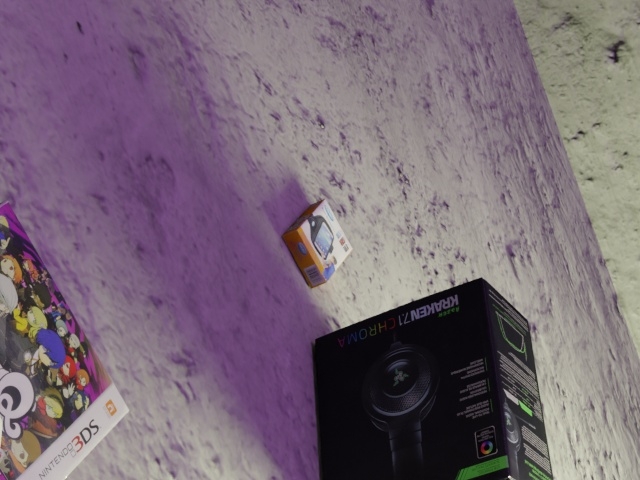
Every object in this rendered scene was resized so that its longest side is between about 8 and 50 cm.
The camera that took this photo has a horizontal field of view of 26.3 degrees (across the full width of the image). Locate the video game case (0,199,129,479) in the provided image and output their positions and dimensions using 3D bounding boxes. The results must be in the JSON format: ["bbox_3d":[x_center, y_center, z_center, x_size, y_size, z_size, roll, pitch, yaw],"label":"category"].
[{"bbox_3d":[-0.277,0.103,1.182,0.232,0.042,0.210,62,25,-10],"label":"video game case"}]

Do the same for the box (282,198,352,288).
[{"bbox_3d":[0.000,0.000,1.812,0.081,0.028,0.136,61,28,-11],"label":"box"}]

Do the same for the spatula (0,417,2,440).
[{"bbox_3d":[-0.303,0.230,0.986,0.242,0.019,0.168,-20,119,-64],"label":"spatula"}]

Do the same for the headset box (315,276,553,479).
[{"bbox_3d":[0.131,0.226,1.630,0.131,0.246,0.283,39,38,-45],"label":"headset box"}]
